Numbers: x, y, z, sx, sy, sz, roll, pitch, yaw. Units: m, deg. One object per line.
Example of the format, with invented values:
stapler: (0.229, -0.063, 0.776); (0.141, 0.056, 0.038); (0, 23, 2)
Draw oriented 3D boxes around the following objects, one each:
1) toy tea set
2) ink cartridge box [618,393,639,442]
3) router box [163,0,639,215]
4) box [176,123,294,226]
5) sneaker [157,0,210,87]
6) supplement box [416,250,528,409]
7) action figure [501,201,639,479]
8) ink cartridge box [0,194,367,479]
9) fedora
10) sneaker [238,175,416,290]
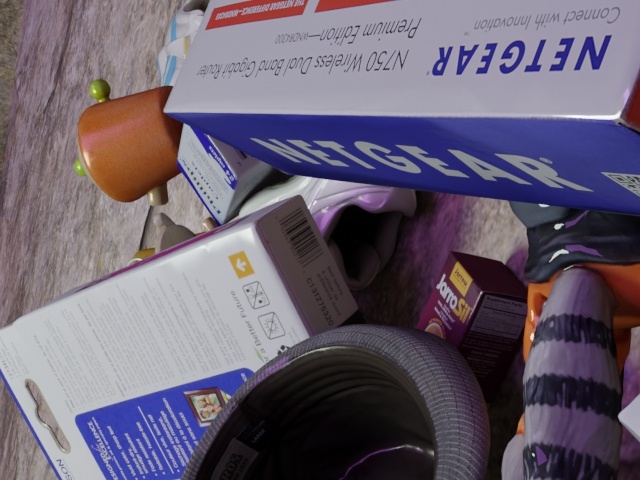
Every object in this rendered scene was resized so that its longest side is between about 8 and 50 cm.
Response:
toy tea set: (-0.139, 0.015, 1.079); (0.124, 0.200, 0.336); (-20, 59, 22)
ink cartridge box: (0.205, 0.050, 0.319); (0.176, 0.128, 0.127); (-44, 30, 3)
router box: (0.084, -0.169, 0.478); (0.335, 0.082, 0.301); (13, 80, 61)
box: (-0.046, -0.089, 0.967); (0.072, 0.126, 0.137); (53, 162, 7)
sneaker: (-0.126, -0.196, 1.295); (0.092, 0.087, 0.229); (-64, 29, 25)
supplement box: (0.093, 0.058, 0.745); (0.083, 0.043, 0.055); (-69, 25, 20)
action figure: (0.157, -0.026, 0.488); (0.341, 0.178, 0.330); (-32, 58, 59)
ink cartridge box: (-0.116, 0.101, 0.930); (0.370, 0.069, 0.176); (-21, 99, 40)
fedora: (0.023, 0.175, 0.677); (0.244, 0.124, 0.275); (-52, 27, -4)
sneaker: (0.000, 0.000, 0.927); (0.232, 0.090, 0.115); (-53, 38, 47)
